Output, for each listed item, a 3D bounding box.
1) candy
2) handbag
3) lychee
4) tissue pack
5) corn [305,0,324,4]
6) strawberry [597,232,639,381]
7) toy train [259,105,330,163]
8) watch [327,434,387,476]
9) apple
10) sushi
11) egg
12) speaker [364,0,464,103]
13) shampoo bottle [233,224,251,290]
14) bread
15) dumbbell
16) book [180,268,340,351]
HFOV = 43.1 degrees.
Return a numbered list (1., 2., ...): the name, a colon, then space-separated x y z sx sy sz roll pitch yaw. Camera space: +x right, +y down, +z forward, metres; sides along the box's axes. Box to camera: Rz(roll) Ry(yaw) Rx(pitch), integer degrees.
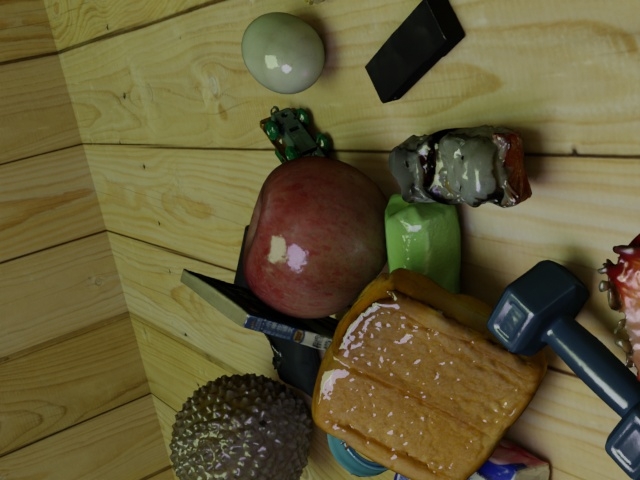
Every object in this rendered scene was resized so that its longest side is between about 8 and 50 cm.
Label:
1. candy: 0.179 0.076 1.466 0.142 0.132 0.344 21 125 44
2. handbag: -0.073 0.278 2.064 0.211 0.088 0.254 20 128 51
3. lychee: -0.205 0.522 2.130 0.380 0.380 0.432 58 152 21
4. tissue pack: 0.272 0.449 1.500 0.269 0.137 0.209 23 101 52
5. corn: -0.030 -0.543 1.506 0.067 0.067 0.206 6 113 58
6. strawberry: 0.479 0.066 0.948 0.253 0.150 0.280 57 144 -3
7. toy train: -0.050 -0.192 1.736 0.228 0.091 0.136 53 157 27
8. watch: 0.122 0.407 1.700 0.211 0.193 0.211 40 139 46
9. apple: 0.000 0.000 1.547 0.345 0.269 0.345 -164 90 -79
10. sushi: 0.216 -0.116 1.283 0.332 0.130 0.124 6 110 59
11. egg: -0.078 -0.373 1.606 0.209 0.151 0.151 45 143 47
12. speaker: 0.154 -0.315 1.359 0.082 0.044 0.218 65 151 9
13. shampoo bottle: -0.162 0.074 2.076 0.071 0.098 0.309 52 146 29
14. bread: 0.169 0.232 1.369 0.337 0.148 0.328 25 112 -1
15. dumbbell: 0.391 0.178 1.149 0.325 0.160 0.144 48 166 33
16. book: -0.050 0.168 1.668 0.300 0.428 0.039 25 93 54
